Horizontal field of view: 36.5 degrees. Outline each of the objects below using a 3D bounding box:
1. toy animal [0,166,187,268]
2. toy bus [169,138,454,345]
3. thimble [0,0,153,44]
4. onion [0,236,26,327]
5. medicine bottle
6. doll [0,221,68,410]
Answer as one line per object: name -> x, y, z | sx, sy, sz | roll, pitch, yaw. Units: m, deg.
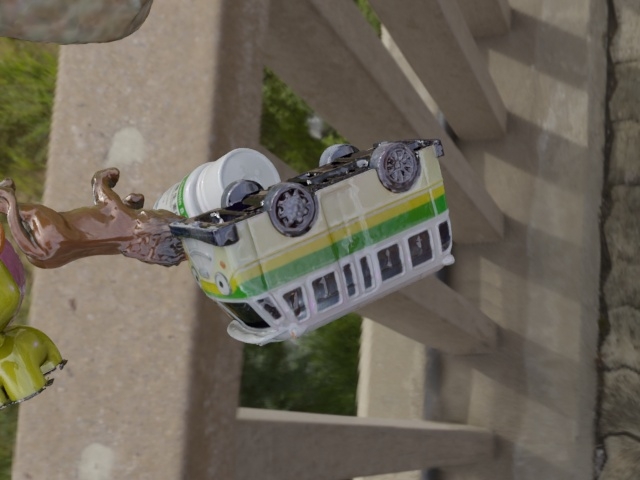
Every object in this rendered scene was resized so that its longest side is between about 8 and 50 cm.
toy animal -> -0.304, -0.017, 1.308 | 0.157, 0.312, 0.097 | 55, 138, 37
toy bus -> 0.000, 0.000, 1.120 | 0.143, 0.305, 0.179 | 8, 117, 59
thimble -> -0.167, -0.197, 0.447 | 0.229, 0.196, 0.148 | 20, 120, -14
onion -> -0.710, 0.045, 1.742 | 0.358, 0.358, 0.345 | 2, 71, 20
medicine bottle -> -0.173, -0.058, 1.601 | 0.237, 0.139, 0.139 | -25, 67, 53
doll -> -0.361, 0.070, 1.019 | 0.143, 0.135, 0.221 | -23, 108, 10
